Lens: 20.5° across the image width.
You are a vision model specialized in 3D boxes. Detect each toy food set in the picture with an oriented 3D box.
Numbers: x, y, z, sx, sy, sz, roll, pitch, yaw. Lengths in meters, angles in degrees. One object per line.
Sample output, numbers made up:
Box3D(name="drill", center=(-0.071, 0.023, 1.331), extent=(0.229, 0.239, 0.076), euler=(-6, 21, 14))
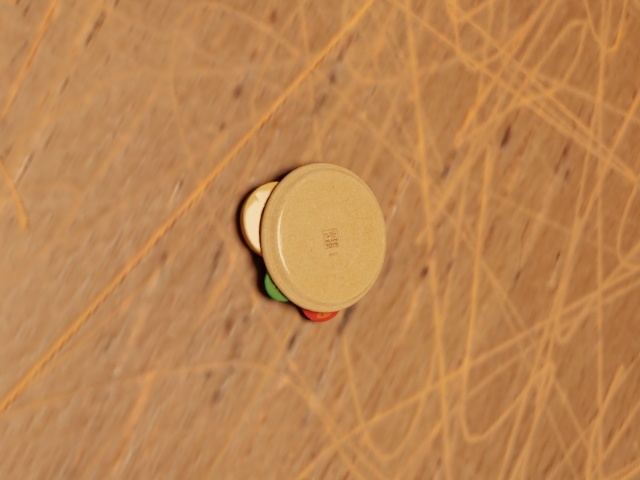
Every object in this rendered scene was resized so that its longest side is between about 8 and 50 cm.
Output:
Box3D(name="toy food set", center=(0.000, 0.000, 0.948), extent=(0.083, 0.020, 0.082), euler=(-29, 104, -32))
